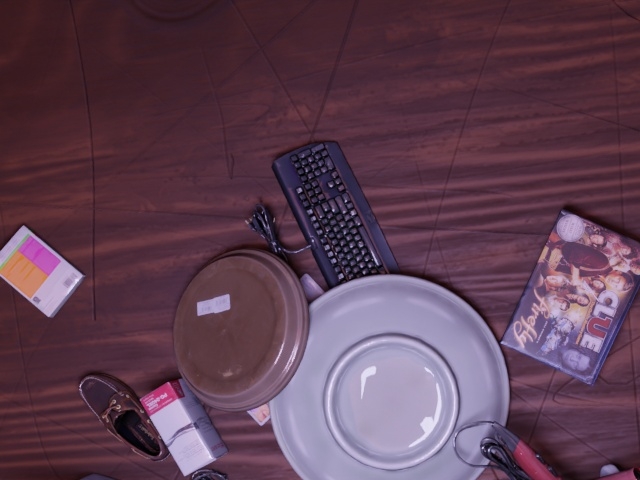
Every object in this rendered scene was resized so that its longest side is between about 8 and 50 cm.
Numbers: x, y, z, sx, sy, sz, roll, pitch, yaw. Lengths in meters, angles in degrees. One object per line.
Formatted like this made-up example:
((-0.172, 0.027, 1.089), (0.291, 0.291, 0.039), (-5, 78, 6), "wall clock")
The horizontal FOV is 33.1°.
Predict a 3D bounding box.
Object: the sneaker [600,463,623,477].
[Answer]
((0.568, 0.463, 1.696), (0.146, 0.104, 0.296), (-27, 71, -12), "sneaker")

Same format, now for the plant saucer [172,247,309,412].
((-0.143, 0.145, 1.791), (0.277, 0.041, 0.278), (-9, 74, 31), "plant saucer")

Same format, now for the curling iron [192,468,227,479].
((-0.135, 0.507, 1.825), (0.068, 0.035, 0.274), (-33, 82, 6), "curling iron")

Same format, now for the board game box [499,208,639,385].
((0.418, 0.092, 1.759), (0.165, 0.042, 0.243), (24, 91, 9), "board game box")

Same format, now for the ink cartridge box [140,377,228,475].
((-0.228, 0.313, 1.813), (0.063, 0.109, 0.151), (-32, 83, 5), "ink cartridge box")

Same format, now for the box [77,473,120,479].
((-0.369, 0.517, 1.705), (0.168, 0.345, 0.215), (13, 89, 9), "box")

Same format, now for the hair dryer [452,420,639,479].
((0.358, 0.386, 1.666), (0.293, 0.080, 0.224), (-4, 123, 19), "hair dryer")

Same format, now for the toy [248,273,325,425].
((-0.065, 0.186, 1.823), (0.237, 0.056, 0.137), (-44, 83, 4), "toy")

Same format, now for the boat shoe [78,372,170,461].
((-0.337, 0.301, 1.851), (0.207, 0.073, 0.073), (36, 93, 10), "boat shoe")

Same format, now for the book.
((-0.502, 0.054, 1.911), (0.144, 0.035, 0.096), (39, 90, 9), "book")

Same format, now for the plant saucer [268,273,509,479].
((0.112, 0.256, 1.741), (0.400, 0.100, 0.401), (0, 90, 1), "plant saucer")

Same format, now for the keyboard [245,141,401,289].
((0.000, 0.000, 1.821), (0.201, 0.033, 0.317), (-26, 82, -3), "keyboard")
